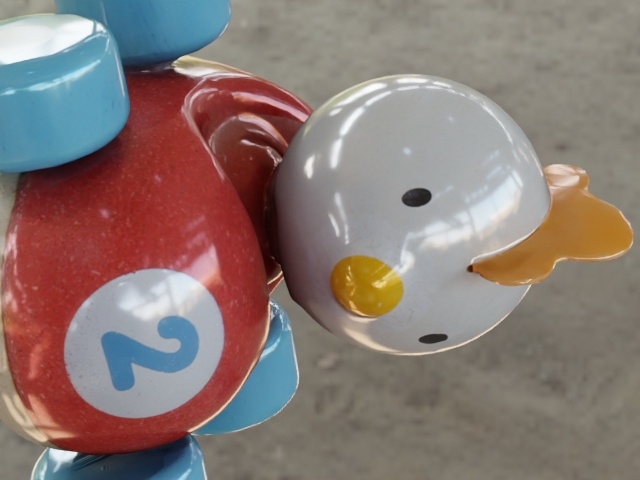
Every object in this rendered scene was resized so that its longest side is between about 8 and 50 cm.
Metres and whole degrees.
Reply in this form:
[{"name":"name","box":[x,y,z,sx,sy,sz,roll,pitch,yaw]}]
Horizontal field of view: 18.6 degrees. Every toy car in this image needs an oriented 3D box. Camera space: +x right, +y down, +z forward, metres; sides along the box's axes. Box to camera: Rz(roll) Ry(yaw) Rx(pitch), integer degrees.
[{"name":"toy car","box":[0.000,0.000,0.770,0.238,0.219,0.210,0,27,21]}]
